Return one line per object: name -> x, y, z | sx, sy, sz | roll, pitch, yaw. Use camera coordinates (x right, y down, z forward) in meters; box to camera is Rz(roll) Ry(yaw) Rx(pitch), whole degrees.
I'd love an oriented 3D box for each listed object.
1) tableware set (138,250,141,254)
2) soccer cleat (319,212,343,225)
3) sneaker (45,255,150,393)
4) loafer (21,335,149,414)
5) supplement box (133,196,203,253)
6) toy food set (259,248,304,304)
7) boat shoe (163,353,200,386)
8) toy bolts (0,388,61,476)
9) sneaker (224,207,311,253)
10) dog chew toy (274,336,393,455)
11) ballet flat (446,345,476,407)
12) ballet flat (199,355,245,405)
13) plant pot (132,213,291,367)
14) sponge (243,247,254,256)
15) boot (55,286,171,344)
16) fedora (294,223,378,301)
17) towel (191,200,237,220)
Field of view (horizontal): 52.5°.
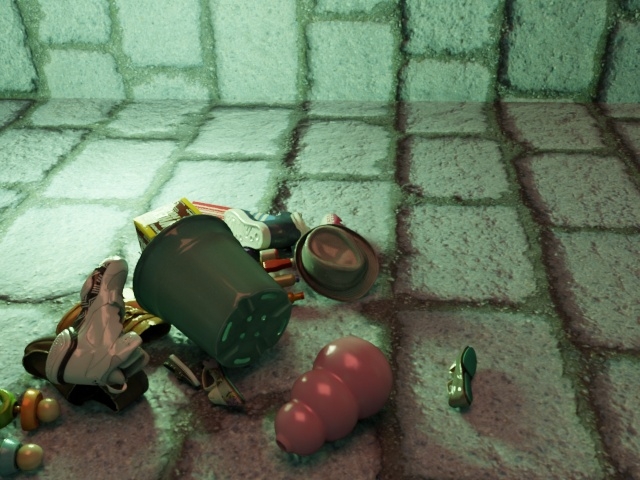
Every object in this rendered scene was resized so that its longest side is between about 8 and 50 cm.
tableware set -> -0.566, 0.011, 2.265 | 0.154, 0.104, 0.024 | -40, 63, -12
soccer cleat -> 0.000, 0.000, 2.213 | 0.143, 0.116, 0.331 | 10, 33, -8
sneaker -> -0.524, 0.217, 1.663 | 0.210, 0.137, 0.365 | 14, 57, 6
loafer -> -0.636, 0.352, 1.694 | 0.366, 0.133, 0.130 | 10, 37, 16
supplement box -> -0.495, -0.007, 2.176 | 0.194, 0.191, 0.129 | -28, 47, -28
toy food set -> -0.126, 0.103, 2.074 | 0.105, 0.111, 0.232 | -10, 35, -9
boat shoe -> -0.375, 0.359, 1.757 | 0.040, 0.049, 0.142 | -42, 45, -20
toy bolts -> -0.724, 0.434, 1.534 | 0.159, 0.218, 0.228 | 2, 50, -5
sneaker -> -0.178, -0.046, 2.314 | 0.236, 0.130, 0.323 | -8, 17, -33
dog chew toy -> 0.023, 0.383, 1.565 | 0.207, 0.206, 0.332 | 26, 50, 36
ballet flat -> 0.365, 0.354, 1.703 | 0.068, 0.072, 0.213 | -22, 21, 27
ballet flat -> -0.265, 0.378, 1.703 | 0.079, 0.076, 0.221 | -32, 35, -11
plant pot -> -0.276, 0.151, 1.776 | 0.341, 0.341, 0.334 | -28, 47, -34
sponge -> -0.312, 0.038, 2.172 | 0.117, 0.031, 0.210 | 9, 2, 13
boot -> -0.598, 0.255, 1.895 | 0.284, 0.109, 0.220 | -21, 40, -39
fedora -> 0.052, 0.050, 2.021 | 0.275, 0.124, 0.243 | 38, 72, 13
towel -> -0.444, -0.059, 2.425 | 0.199, 0.031, 0.275 | 10, 36, 14
